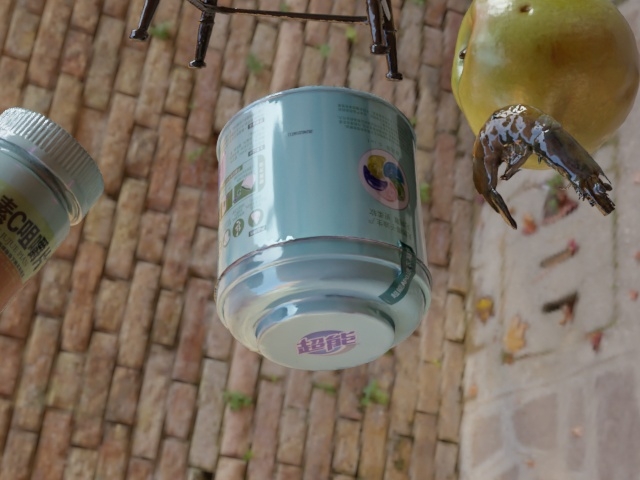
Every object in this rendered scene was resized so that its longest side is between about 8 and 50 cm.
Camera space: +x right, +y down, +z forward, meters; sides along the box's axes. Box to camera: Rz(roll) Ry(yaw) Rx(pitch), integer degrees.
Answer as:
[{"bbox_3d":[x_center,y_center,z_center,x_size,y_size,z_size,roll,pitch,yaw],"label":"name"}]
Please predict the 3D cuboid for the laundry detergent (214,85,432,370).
[{"bbox_3d":[0.000,0.000,1.414,0.287,0.287,0.305,131,144,-51],"label":"laundry detergent"}]

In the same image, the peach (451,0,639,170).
[{"bbox_3d":[0.372,-0.289,1.773,0.281,0.315,0.314,-116,25,-59],"label":"peach"}]

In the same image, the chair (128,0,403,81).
[{"bbox_3d":[-0.052,-0.472,1.590,0.362,0.364,0.410,-18,-68,-82],"label":"chair"}]

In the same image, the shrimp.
[{"bbox_3d":[0.296,-0.086,1.444,0.217,0.051,0.150,45,106,22],"label":"shrimp"}]

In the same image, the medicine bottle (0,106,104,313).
[{"bbox_3d":[-0.405,0.007,1.214,0.318,0.158,0.158,-54,9,-28],"label":"medicine bottle"}]
